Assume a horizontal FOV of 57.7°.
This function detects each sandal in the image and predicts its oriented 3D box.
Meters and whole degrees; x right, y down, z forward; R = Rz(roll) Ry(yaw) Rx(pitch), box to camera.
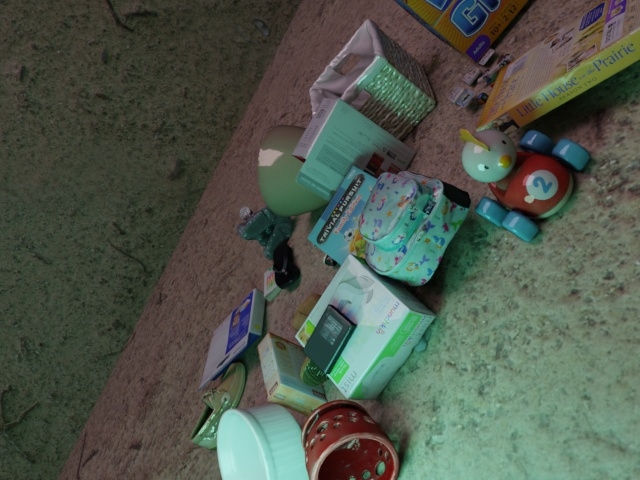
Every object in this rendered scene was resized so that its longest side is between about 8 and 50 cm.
[{"bbox_3d":[-0.140,0.090,2.102,0.097,0.054,0.254,-38,32,8],"label":"sandal"}]

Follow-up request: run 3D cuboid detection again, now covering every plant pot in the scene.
[{"bbox_3d":[0.053,0.452,1.260,0.191,0.191,0.174,-57,23,7],"label":"plant pot"}]

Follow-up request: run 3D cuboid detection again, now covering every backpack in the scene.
[{"bbox_3d":[0.202,-0.030,1.353,0.254,0.191,0.225,-69,25,7],"label":"backpack"}]

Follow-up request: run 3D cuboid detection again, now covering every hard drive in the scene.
[{"bbox_3d":[0.019,0.231,1.363,0.094,0.022,0.135,37,103,41],"label":"hard drive"}]

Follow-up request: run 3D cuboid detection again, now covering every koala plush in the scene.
[{"bbox_3d":[-0.231,-0.057,2.320,0.203,0.196,0.221,-53,24,-12],"label":"koala plush"}]

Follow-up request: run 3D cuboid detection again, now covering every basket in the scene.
[{"bbox_3d":[0.164,-0.489,1.936,0.328,0.266,0.331,-45,30,29],"label":"basket"}]

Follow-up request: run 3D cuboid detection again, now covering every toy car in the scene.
[{"bbox_3d":[0.387,-0.157,1.222,0.219,0.238,0.210,-57,26,8],"label":"toy car"}]

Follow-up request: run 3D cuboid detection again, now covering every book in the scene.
[{"bbox_3d":[-0.168,0.144,2.161,0.096,0.035,0.144,-44,29,22],"label":"book"}]

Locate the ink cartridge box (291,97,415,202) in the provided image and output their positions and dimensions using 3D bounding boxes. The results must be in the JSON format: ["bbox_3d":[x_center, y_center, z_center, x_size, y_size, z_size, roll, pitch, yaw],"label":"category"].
[{"bbox_3d":[0.085,-0.235,1.766,0.272,0.309,0.130,-60,26,0],"label":"ink cartridge box"}]

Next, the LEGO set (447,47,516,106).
[{"bbox_3d":[0.458,-0.443,1.630,0.182,0.060,0.244,-52,15,16],"label":"LEGO set"}]

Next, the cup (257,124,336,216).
[{"bbox_3d":[-0.030,-0.245,2.041,0.237,0.331,0.331,3,63,31],"label":"cup"}]

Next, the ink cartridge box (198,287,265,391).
[{"bbox_3d":[-0.316,0.371,2.122,0.303,0.072,0.307,-45,25,26],"label":"ink cartridge box"}]

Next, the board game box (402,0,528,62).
[{"bbox_3d":[0.400,-0.813,1.722,0.356,0.356,0.356,-51,24,19],"label":"board game box"}]

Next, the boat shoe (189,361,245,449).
[{"bbox_3d":[-0.349,0.552,1.983,0.109,0.098,0.302,-7,57,59],"label":"boat shoe"}]

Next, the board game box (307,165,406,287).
[{"bbox_3d":[0.144,-0.026,1.587,0.336,0.079,0.254,37,97,44],"label":"board game box"}]

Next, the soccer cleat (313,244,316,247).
[{"bbox_3d":[0.000,0.000,2.006,0.083,0.029,0.036,-30,48,52],"label":"soccer cleat"}]

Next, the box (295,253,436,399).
[{"bbox_3d":[0.104,0.209,1.397,0.231,0.126,0.262,45,108,41],"label":"box"}]

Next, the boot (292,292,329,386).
[{"bbox_3d":[-0.016,0.279,1.673,0.236,0.089,0.269,-47,24,-13],"label":"boot"}]

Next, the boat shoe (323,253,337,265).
[{"bbox_3d":[0.057,0.024,1.863,0.042,0.049,0.133,14,67,35],"label":"boat shoe"}]

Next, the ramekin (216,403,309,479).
[{"bbox_3d":[-0.142,0.548,1.461,0.277,0.135,0.277,13,105,54],"label":"ramekin"}]

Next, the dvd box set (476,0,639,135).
[{"bbox_3d":[0.556,-0.405,1.281,0.420,0.062,0.308,-31,21,46],"label":"dvd box set"}]

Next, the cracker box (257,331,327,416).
[{"bbox_3d":[-0.083,0.372,1.621,0.067,0.155,0.232,-53,26,14],"label":"cracker box"}]
